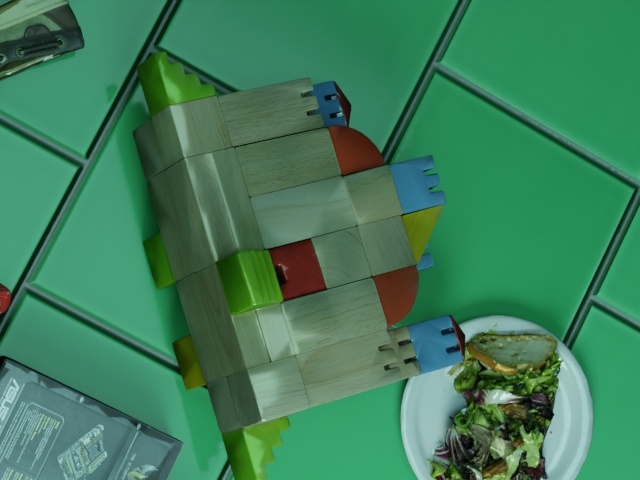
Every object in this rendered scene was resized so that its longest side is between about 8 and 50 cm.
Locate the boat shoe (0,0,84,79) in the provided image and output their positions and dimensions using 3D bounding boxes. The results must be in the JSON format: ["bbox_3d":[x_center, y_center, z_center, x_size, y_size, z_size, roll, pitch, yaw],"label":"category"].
[{"bbox_3d":[-0.310,-0.151,1.688,0.223,0.080,0.073,-33,92,-19],"label":"boat shoe"}]

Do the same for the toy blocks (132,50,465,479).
[{"bbox_3d":[0.000,0.000,1.735,0.261,0.191,0.381,-15,85,-28],"label":"toy blocks"}]

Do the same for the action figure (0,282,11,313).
[{"bbox_3d":[-0.337,0.105,1.622,0.091,0.139,0.280,4,67,18],"label":"action figure"}]

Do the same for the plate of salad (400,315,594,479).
[{"bbox_3d":[0.175,0.172,1.831,0.200,0.048,0.199,1,88,-17],"label":"plate of salad"}]

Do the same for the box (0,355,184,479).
[{"bbox_3d":[-0.253,0.244,1.699,0.183,0.056,0.231,27,81,-15],"label":"box"}]
